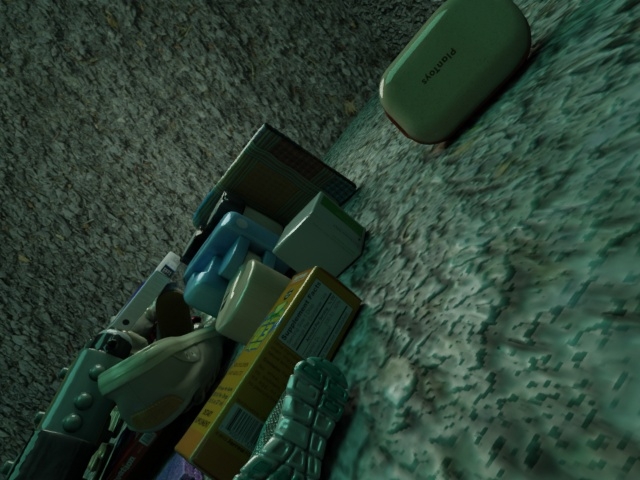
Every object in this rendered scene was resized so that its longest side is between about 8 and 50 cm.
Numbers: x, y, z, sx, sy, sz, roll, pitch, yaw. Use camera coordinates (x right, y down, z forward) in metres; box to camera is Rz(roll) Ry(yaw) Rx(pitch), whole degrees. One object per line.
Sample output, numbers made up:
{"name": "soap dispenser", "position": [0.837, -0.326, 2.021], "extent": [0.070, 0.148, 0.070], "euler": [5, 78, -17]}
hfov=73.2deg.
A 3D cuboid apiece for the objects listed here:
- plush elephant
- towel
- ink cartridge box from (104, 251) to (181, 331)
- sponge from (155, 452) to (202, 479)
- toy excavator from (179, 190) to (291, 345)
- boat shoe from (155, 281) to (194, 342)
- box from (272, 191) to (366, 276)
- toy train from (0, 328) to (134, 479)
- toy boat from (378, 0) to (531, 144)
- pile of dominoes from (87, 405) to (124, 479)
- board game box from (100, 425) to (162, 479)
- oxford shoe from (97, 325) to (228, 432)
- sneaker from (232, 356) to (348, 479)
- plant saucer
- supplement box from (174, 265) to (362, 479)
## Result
{"name": "plush elephant", "position": [-0.446, 0.255, 1.221], "extent": [0.330, 0.255, 0.272], "euler": [-54, 11, -20]}
{"name": "towel", "position": [-0.126, -0.087, 1.069], "extent": [0.370, 0.271, 0.040], "euler": [-41, 30, 38]}
{"name": "ink cartridge box", "position": [-0.424, 0.134, 1.030], "extent": [0.208, 0.045, 0.206], "euler": [-49, 15, 1]}
{"name": "sponge", "position": [-0.228, 0.370, 0.538], "extent": [0.210, 0.031, 0.117], "euler": [-54, 11, -17]}
{"name": "toy excavator", "position": [-0.170, 0.090, 0.906], "extent": [0.433, 0.222, 0.445], "euler": [-44, 25, 37]}
{"name": "boat shoe", "position": [-0.355, 0.234, 1.066], "extent": [0.096, 0.098, 0.277], "euler": [-129, 43, -65]}
{"name": "box", "position": [0.000, 0.000, 0.678], "extent": [0.102, 0.101, 0.087], "euler": [-44, 12, 29]}
{"name": "toy train", "position": [-0.436, 0.321, 0.772], "extent": [0.190, 0.142, 0.334], "euler": [-46, 23, 42]}
{"name": "toy boat", "position": [0.214, -0.260, 0.677], "extent": [0.231, 0.151, 0.151], "euler": [-45, -17, 25]}
{"name": "pile of dominoes", "position": [-0.450, 0.453, 0.912], "extent": [0.251, 0.040, 0.196], "euler": [-31, 36, 53]}
{"name": "board game box", "position": [-0.358, 0.378, 0.847], "extent": [0.145, 0.027, 0.281], "euler": [-52, 11, -13]}
{"name": "oxford shoe", "position": [-0.266, 0.255, 0.826], "extent": [0.169, 0.130, 0.449], "euler": [-32, -5, -4]}
{"name": "sneaker", "position": [-0.030, 0.179, 0.345], "extent": [0.166, 0.065, 0.076], "euler": [-55, -5, -39]}
{"name": "plant saucer", "position": [-0.363, 0.421, 0.899], "extent": [0.278, 0.041, 0.278], "euler": [-47, 10, 12]}
{"name": "supplement box", "position": [-0.048, 0.140, 0.466], "extent": [0.233, 0.080, 0.078], "euler": [-54, 13, -30]}
